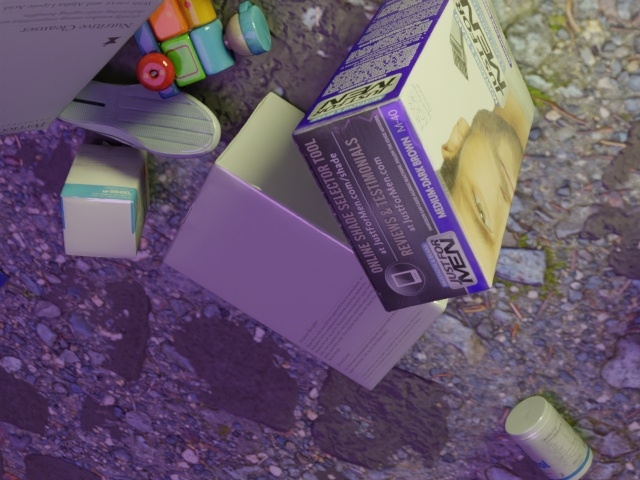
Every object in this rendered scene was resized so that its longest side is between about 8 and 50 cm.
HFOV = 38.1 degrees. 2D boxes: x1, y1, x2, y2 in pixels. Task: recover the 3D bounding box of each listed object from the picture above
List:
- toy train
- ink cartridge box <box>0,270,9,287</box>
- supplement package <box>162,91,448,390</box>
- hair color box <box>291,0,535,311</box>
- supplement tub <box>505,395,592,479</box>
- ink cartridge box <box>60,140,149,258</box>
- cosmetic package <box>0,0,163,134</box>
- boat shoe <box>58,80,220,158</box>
[{"bbox_3d":[-0.159,-0.292,1.001,0.143,0.105,0.248,-17,111,12],"label":"toy train"},{"bbox_3d":[-0.690,0.045,1.459,0.307,0.072,0.303,44,127,-10],"label":"ink cartridge box"},{"bbox_3d":[0.000,0.000,1.088,0.293,0.175,0.177,33,131,-4],"label":"supplement package"},{"bbox_3d":[0.105,-0.112,0.861,0.110,0.339,0.185,-15,118,30],"label":"hair color box"},{"bbox_3d":[0.304,0.267,1.232,0.071,0.071,0.107,-33,107,36],"label":"supplement tub"},{"bbox_3d":[-0.271,-0.057,1.184,0.090,0.143,0.092,4,127,-3],"label":"ink cartridge box"},{"bbox_3d":[-0.330,-0.234,0.933,0.385,0.217,0.156,-28,79,54],"label":"cosmetic package"},{"bbox_3d":[-0.215,-0.153,1.130,0.226,0.076,0.083,19,93,17],"label":"boat shoe"}]
